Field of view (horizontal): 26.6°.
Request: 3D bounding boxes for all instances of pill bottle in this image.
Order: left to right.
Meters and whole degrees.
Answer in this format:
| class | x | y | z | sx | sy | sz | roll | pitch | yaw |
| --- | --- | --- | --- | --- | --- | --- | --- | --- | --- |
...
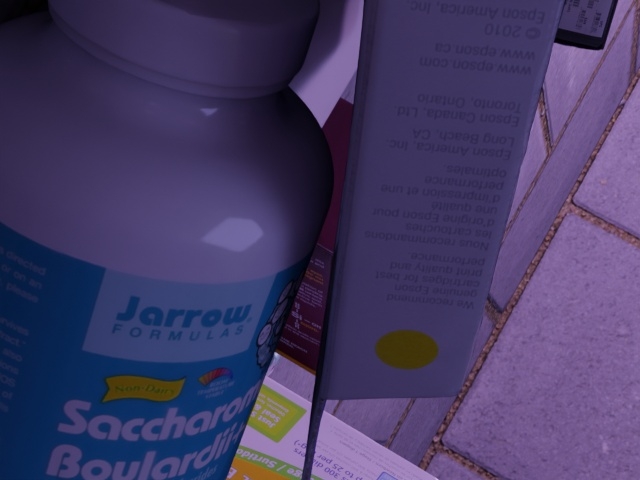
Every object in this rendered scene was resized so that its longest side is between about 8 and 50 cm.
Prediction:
| class | x | y | z | sx | sy | sz | roll | pitch | yaw |
| --- | --- | --- | --- | --- | --- | --- | --- | --- | --- |
| pill bottle | -0.084 | 0.014 | 0.518 | 0.146 | 0.146 | 0.264 | -38 | 153 | -57 |

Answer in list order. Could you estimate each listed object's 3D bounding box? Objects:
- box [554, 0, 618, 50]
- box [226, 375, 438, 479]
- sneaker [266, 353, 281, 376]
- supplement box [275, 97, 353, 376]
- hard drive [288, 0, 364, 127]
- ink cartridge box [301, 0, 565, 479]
| class | x | y | z | sx | sy | sz | roll | pitch | yaw |
| --- | --- | --- | --- | --- | --- | --- | --- | --- | --- |
| box | 0.147 | -0.237 | 0.655 | 0.183 | 0.056 | 0.231 | -66 | 169 | -50 |
| box | -0.056 | 0.145 | 0.742 | 0.114 | 0.203 | 0.103 | -43 | 157 | -50 |
| sneaker | -0.061 | 0.105 | 0.984 | 0.069 | 0.038 | 0.098 | -63 | 165 | 3 |
| supplement box | 0.000 | 0.000 | 0.907 | 0.104 | 0.081 | 0.188 | -54 | 164 | -25 |
| hard drive | -0.017 | -0.114 | 0.715 | 0.307 | 0.040 | 0.203 | -59 | 165 | -8 |
| ink cartridge box | 0.051 | -0.101 | 0.543 | 0.307 | 0.072 | 0.303 | 94 | 4 | -49 |
